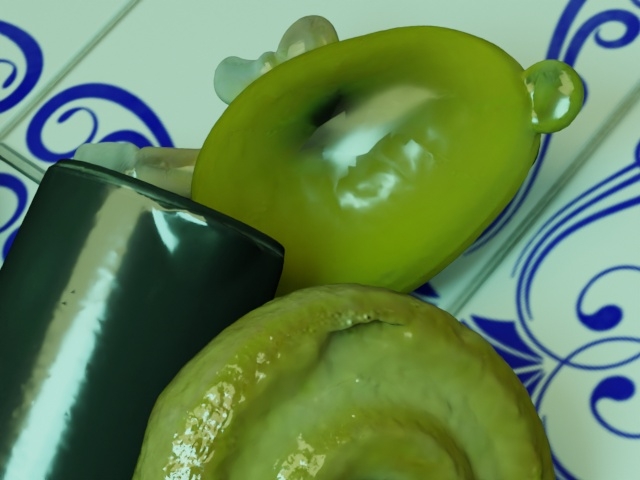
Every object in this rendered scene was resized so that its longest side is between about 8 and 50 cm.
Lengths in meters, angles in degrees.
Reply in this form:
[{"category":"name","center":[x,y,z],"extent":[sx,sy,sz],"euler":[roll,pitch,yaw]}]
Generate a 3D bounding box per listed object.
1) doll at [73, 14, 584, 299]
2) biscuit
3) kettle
[{"category":"doll","center":[-0.029,-0.014,1.246],"extent":[0.423,0.161,0.348],"euler":[15,85,30]},{"category":"biscuit","center":[0.023,0.175,1.002],"extent":[0.296,0.296,0.102],"euler":[-53,20,-18]},{"category":"kettle","center":[-0.156,0.118,1.116],"extent":[0.203,0.262,0.308],"euler":[21,83,2]}]
